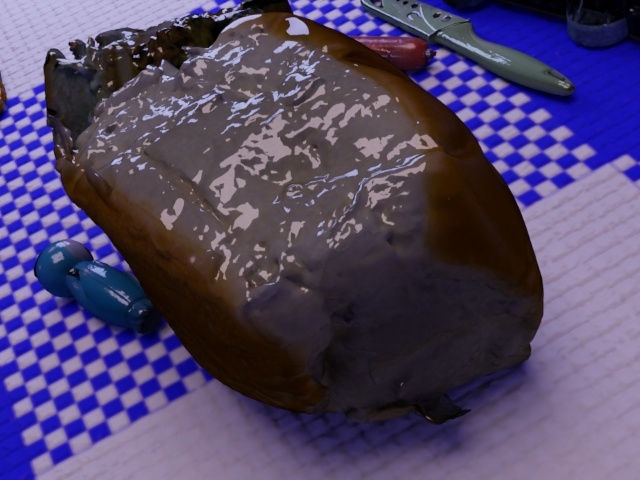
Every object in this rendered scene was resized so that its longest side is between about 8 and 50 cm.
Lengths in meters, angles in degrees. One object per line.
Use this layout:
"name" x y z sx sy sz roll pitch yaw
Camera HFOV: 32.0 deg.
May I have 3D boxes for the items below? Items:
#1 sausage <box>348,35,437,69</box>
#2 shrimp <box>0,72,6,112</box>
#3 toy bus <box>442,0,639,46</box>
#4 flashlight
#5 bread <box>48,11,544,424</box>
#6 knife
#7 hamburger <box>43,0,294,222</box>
"sausage" -0.008 -0.180 1.072 0.253 0.034 0.034 3 47 25
"shrimp" -0.375 -0.159 1.194 0.091 0.025 0.127 -15 45 8
"toy bus" 0.214 -0.315 1.036 0.323 0.162 0.194 27 59 37
"flashlight" -0.180 0.041 0.901 0.129 0.051 0.051 29 61 33
"bread" 0.000 0.000 0.737 0.225 0.250 0.279 -40 51 -11
"knife" 0.130 -0.190 1.040 0.043 0.020 0.293 -39 45 -17
"hamburger" -0.108 -0.103 0.930 0.167 0.192 0.288 -2 15 11
